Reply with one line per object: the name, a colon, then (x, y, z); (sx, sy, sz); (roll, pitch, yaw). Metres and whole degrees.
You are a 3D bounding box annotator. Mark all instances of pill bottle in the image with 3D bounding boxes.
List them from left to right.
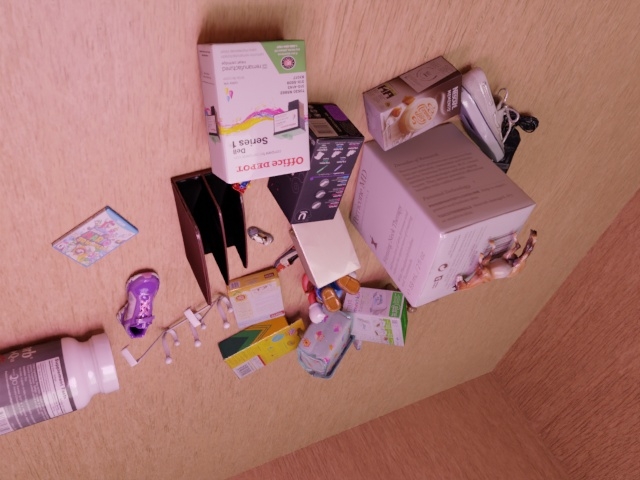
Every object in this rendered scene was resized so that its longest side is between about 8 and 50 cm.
pill bottle: (-0.766, 0.392, 1.435); (0.362, 0.210, 0.210); (-14, 141, -25)

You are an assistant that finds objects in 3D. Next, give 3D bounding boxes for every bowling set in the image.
bowling set: (0.359, 0.249, 2.161); (0.287, 0.154, 0.200); (16, 123, -46)

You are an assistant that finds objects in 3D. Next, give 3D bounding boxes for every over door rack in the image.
over door rack: (-0.405, 0.279, 1.540); (0.239, 0.108, 0.324); (-32, 177, 6)

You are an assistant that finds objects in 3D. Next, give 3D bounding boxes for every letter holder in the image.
letter holder: (-0.265, -0.003, 1.337); (0.151, 0.214, 0.302); (-18, 142, -19)

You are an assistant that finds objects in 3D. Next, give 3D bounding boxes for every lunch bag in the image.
lunch bag: (0.023, 0.400, 1.979); (0.223, 0.160, 0.262); (-56, 160, -26)

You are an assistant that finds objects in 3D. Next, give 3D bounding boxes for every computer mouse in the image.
computer mouse: (0.617, -0.315, 1.767); (0.188, 0.072, 0.272); (3, 120, -36)

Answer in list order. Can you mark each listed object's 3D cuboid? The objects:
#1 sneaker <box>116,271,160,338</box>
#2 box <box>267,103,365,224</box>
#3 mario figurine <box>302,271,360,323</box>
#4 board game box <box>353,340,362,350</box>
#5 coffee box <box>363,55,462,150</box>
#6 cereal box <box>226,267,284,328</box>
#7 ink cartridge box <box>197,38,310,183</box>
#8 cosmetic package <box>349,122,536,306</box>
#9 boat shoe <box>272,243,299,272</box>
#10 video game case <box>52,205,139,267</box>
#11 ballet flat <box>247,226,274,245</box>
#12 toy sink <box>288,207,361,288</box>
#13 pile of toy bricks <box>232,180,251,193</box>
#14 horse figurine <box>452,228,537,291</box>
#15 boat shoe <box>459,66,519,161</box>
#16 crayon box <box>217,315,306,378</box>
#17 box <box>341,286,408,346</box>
sneaker: (-0.513, 0.193, 1.481); (0.095, 0.105, 0.236); (2, 131, -36)
box: (-0.021, -0.196, 1.334); (0.143, 0.165, 0.270); (-9, 138, -30)
mario figurine: (0.046, 0.179, 1.739); (0.197, 0.170, 0.320); (-4, -179, -13)
board game box: (0.153, 0.422, 2.266); (0.020, 0.090, 0.090); (-17, 142, -17)
coffee box: (0.250, -0.369, 1.390); (0.246, 0.098, 0.141); (-28, 145, -6)
cereal box: (-0.216, 0.200, 1.747); (0.172, 0.047, 0.240); (-15, 143, -11)
ink cartridge box: (-0.137, -0.278, 1.104); (0.201, 0.117, 0.278); (-13, 115, -25)
cosmetic package: (0.336, -0.083, 1.541); (0.327, 0.394, 0.330); (-17, 142, -21)
boat shoe: (-0.104, 0.062, 1.685); (0.137, 0.043, 0.049); (-44, 145, 19)
video game case: (-0.557, -0.006, 1.285); (0.166, 0.015, 0.119); (-34, 144, 1)
ballet flat: (-0.176, -0.004, 1.555); (0.041, 0.041, 0.114); (-42, 144, 14)
toy sink: (0.000, 0.000, 1.583); (0.152, 0.131, 0.234); (-26, 107, -11)
pile of toy bricks: (-0.179, -0.231, 1.234); (0.118, 0.105, 0.212); (29, 92, -34)
horse figurine: (0.505, 0.058, 1.443); (0.263, 0.066, 0.175); (-19, 137, -16)
boat shoe: (0.512, -0.388, 1.555); (0.156, 0.136, 0.367); (-42, 134, 9)
crayon box: (-0.206, 0.388, 1.962); (0.318, 0.081, 0.202); (-26, 145, -8)
box: (0.222, 0.308, 2.058); (0.230, 0.127, 0.262); (5, 148, 17)
